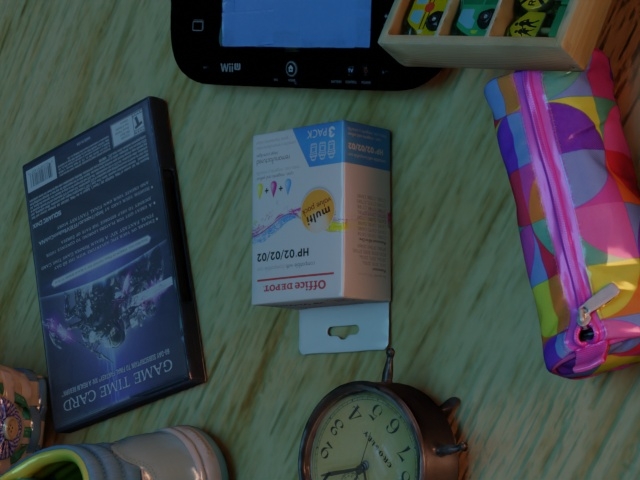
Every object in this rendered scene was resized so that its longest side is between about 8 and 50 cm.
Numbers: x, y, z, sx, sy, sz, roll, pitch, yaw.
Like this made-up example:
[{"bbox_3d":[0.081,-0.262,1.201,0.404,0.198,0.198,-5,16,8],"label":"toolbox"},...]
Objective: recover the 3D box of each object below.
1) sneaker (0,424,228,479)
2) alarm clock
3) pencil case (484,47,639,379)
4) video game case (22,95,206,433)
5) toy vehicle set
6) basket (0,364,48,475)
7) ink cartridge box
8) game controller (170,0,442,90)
[{"bbox_3d":[-0.232,0.292,1.420,0.127,0.208,0.319,40,111,37],"label":"sneaker"},{"bbox_3d":[0.036,0.189,1.287,0.192,0.064,0.129,-52,54,21],"label":"alarm clock"},{"bbox_3d":[0.183,-0.018,1.159,0.104,0.104,0.236,-26,66,37],"label":"pencil case"},{"bbox_3d":[-0.200,0.025,1.553,0.196,0.026,0.274,-23,70,38],"label":"video game case"},{"bbox_3d":[0.158,-0.246,1.193,0.166,0.035,0.267,6,68,43],"label":"toy vehicle set"},{"bbox_3d":[-0.398,0.201,1.528,0.201,0.289,0.255,-2,86,47],"label":"basket"},{"bbox_3d":[0.000,0.000,1.347,0.104,0.061,0.181,-7,80,42],"label":"ink cartridge box"},{"bbox_3d":[-0.013,-0.212,1.387,0.319,0.067,0.167,7,89,43],"label":"game controller"}]
